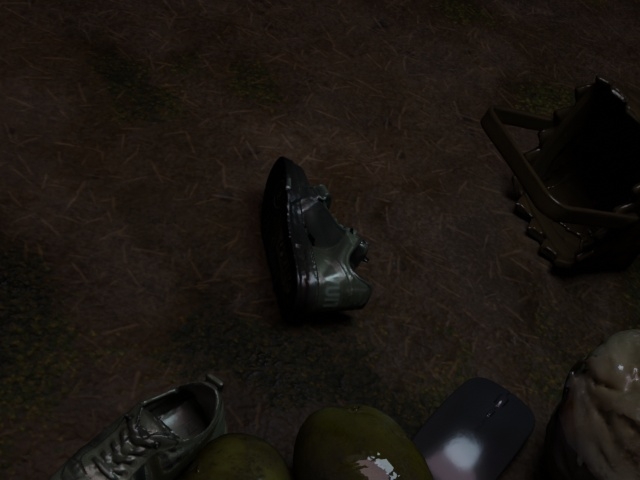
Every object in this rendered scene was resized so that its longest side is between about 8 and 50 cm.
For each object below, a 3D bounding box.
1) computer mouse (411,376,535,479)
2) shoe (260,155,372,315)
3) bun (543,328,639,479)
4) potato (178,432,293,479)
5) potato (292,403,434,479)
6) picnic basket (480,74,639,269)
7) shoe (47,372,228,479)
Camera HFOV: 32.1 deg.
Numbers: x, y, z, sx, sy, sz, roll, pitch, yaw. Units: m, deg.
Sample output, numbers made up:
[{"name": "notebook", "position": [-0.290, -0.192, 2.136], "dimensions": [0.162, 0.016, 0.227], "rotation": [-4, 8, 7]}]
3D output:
[{"name": "computer mouse", "position": [0.207, 0.265, 1.502], "dimensions": [0.120, 0.057, 0.232], "rotation": [37, 44, 17]}, {"name": "shoe", "position": [0.001, -0.002, 1.675], "dimensions": [0.149, 0.109, 0.293], "rotation": [9, 45, -19]}, {"name": "bun", "position": [0.402, 0.242, 1.450], "dimensions": [0.204, 0.281, 0.281], "rotation": [19, 41, 0]}, {"name": "potato", "position": [-0.107, 0.324, 1.277], "dimensions": [0.149, 0.113, 0.251], "rotation": [14, 33, 2]}, {"name": "potato", "position": [0.065, 0.308, 1.325], "dimensions": [0.174, 0.159, 0.251], "rotation": [-1, 53, -36]}, {"name": "picnic basket", "position": [0.429, -0.109, 1.816], "dimensions": [0.321, 0.291, 0.254], "rotation": [7, 42, -33]}, {"name": "shoe", "position": [-0.215, 0.251, 1.321], "dimensions": [0.103, 0.098, 0.275], "rotation": [35, 44, 22]}]
